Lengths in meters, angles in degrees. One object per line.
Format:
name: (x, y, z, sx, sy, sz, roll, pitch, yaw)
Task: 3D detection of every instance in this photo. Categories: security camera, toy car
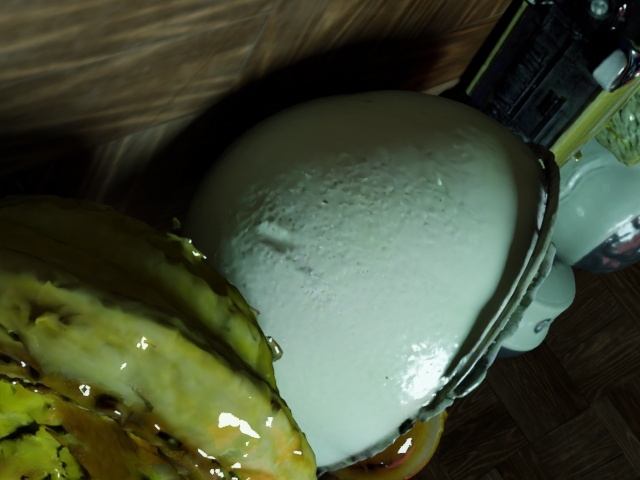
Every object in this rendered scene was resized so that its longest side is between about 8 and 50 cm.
security camera: (0.226, -0.026, 1.073, 0.277, 0.191, 0.197, -43, 163, 32)
toy car: (0.186, -0.130, 0.797, 0.124, 0.101, 0.256, -31, 166, -27)

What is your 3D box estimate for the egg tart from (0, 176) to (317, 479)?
egg tart: (-0.117, 0.071, 0.553, 0.115, 0.290, 0.290, -63, -176, -31)

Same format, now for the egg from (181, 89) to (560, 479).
egg: (0.003, -0.003, 0.692, 0.264, 0.174, 0.286, -49, -168, 6)

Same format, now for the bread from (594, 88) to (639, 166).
bread: (0.341, -0.179, 0.898, 0.268, 0.152, 0.130, -33, 145, -7)

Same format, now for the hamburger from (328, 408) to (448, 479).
hamburger: (0.079, 0.260, 1.650, 0.237, 0.237, 0.147, -35, 169, 7)
